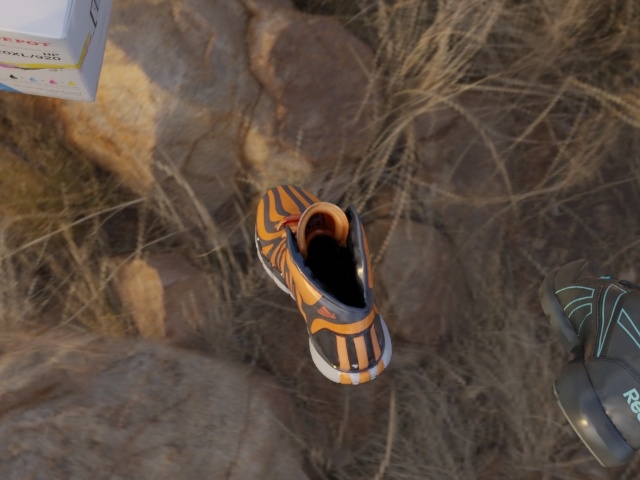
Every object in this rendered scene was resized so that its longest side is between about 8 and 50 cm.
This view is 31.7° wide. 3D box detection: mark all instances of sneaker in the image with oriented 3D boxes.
[{"bbox_3d":[0.000,0.000,1.326,0.125,0.321,0.180,-20,136,-12],"label":"sneaker"},{"bbox_3d":[0.250,0.082,0.919,0.106,0.267,0.101,-36,107,19],"label":"sneaker"}]

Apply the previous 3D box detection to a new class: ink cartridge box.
[{"bbox_3d":[-0.328,-0.270,1.223,0.171,0.232,0.168,8,80,-3],"label":"ink cartridge box"}]
